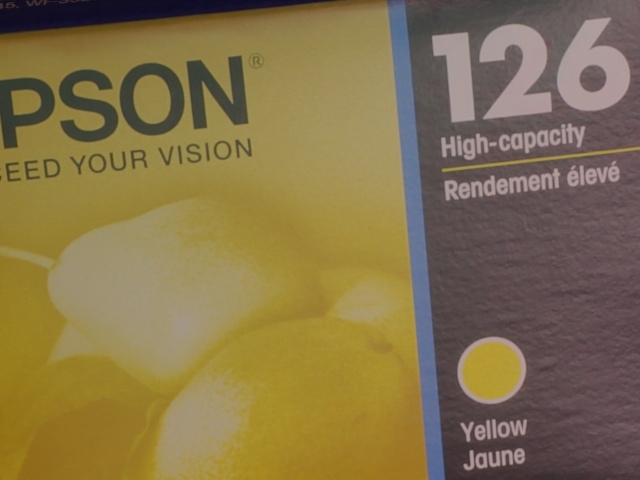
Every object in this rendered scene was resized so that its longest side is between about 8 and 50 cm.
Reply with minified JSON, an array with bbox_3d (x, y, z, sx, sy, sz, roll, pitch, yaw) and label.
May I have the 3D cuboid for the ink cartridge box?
[{"bbox_3d":[-0.009,-0.028,0.759,0.304,0.072,0.307,-7,105,-2],"label":"ink cartridge box"}]
